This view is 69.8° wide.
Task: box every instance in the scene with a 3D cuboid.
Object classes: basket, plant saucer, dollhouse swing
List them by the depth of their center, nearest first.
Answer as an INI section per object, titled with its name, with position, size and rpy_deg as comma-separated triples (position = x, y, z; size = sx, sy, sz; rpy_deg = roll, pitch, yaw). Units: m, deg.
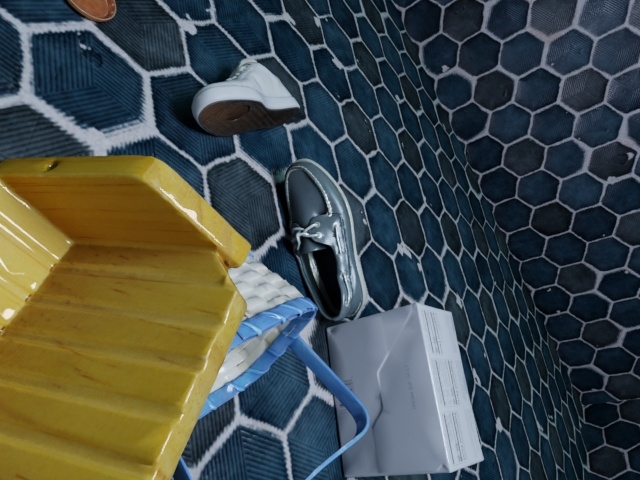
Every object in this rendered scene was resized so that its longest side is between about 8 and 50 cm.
[dollhouse swing]
position = -0.272, 0.026, 0.282
size = 0.305, 0.314, 0.347
rpy_deg = 71, 30, -44
[basket]
position = -0.094, 0.154, 0.532
size = 0.289, 0.201, 0.254
rpy_deg = 44, 27, 22
[plant saucer]
position = -0.342, -0.359, 0.672
size = 0.083, 0.013, 0.084
rpy_deg = 31, 49, -43

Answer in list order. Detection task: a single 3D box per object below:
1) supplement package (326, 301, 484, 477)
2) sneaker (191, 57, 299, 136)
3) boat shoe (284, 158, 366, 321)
[supplement package]
position = 0.144, 0.271, 0.832
size = 0.145, 0.204, 0.262
rpy_deg = 20, 56, -48
[sneaker]
position = -0.151, -0.266, 0.829
size = 0.123, 0.105, 0.290
rpy_deg = 57, 26, 0
[boat shoe]
position = 0.000, 0.000, 0.865
size = 0.099, 0.116, 0.320
rpy_deg = -25, 97, -61
